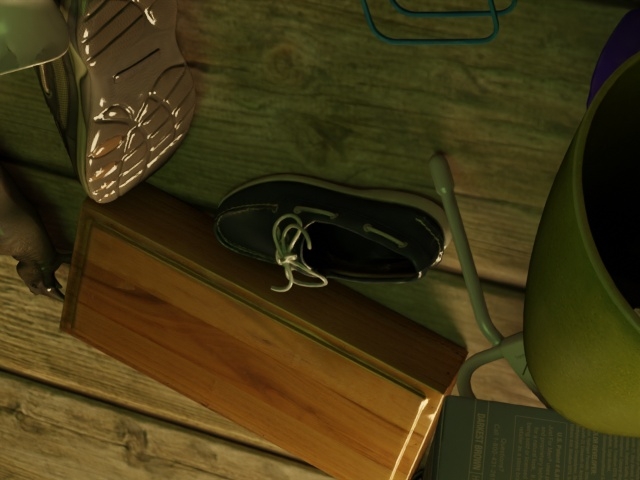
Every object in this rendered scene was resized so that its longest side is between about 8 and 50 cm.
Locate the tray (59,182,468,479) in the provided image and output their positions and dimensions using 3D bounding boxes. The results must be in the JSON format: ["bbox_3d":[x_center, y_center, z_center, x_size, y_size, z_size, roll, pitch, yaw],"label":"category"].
[{"bbox_3d":[-0.068,0.104,1.868,0.411,0.076,0.203,28,136,10],"label":"tray"}]

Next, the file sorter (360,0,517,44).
[{"bbox_3d":[0.107,-0.238,1.393,0.118,0.170,0.104,3,130,30],"label":"file sorter"}]

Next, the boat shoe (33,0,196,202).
[{"bbox_3d":[-0.201,-0.174,1.681,0.130,0.132,0.355,49,154,24],"label":"boat shoe"}]

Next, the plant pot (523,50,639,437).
[{"bbox_3d":[0.261,0.037,1.323,0.275,0.275,0.293,34,152,1],"label":"plant pot"}]

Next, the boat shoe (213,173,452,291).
[{"bbox_3d":[0.000,0.000,1.730,0.254,0.079,0.095,9,131,26],"label":"boat shoe"}]

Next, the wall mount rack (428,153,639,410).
[{"bbox_3d":[0.243,0.036,1.585,0.350,0.130,0.304,-25,114,43],"label":"wall mount rack"}]

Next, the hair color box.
[{"bbox_3d":[0.281,0.253,1.640,0.374,0.114,0.185,8,149,0],"label":"hair color box"}]

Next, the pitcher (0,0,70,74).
[{"bbox_3d":[-0.280,-0.265,1.490,0.178,0.125,0.207,-129,23,-52],"label":"pitcher"}]

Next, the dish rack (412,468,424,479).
[{"bbox_3d":[0.223,0.287,1.848,0.208,0.074,0.271,41,135,-8],"label":"dish rack"}]

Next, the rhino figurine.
[{"bbox_3d":[-0.343,-0.019,1.933,0.106,0.073,0.243,-18,117,44],"label":"rhino figurine"}]

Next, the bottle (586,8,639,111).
[{"bbox_3d":[0.354,-0.095,1.399,0.283,0.118,0.092,19,132,16],"label":"bottle"}]
